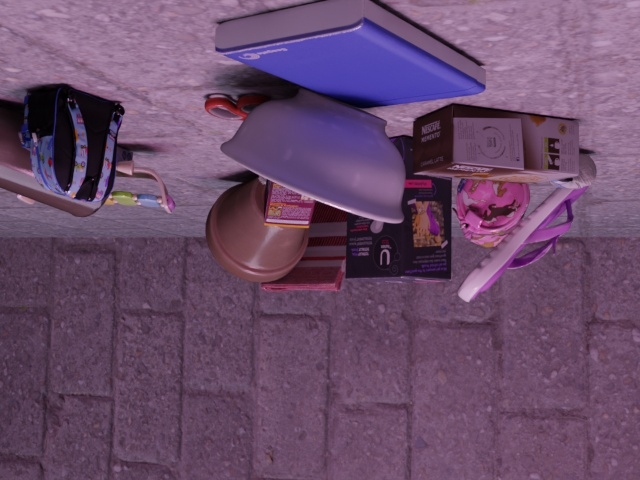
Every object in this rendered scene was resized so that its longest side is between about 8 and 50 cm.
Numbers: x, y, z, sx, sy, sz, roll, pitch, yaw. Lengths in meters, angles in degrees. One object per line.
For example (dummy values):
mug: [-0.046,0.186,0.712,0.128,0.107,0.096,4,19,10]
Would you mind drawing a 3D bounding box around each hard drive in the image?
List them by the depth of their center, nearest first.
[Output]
hard drive: [0.049,-0.229,1.147,0.210,0.040,0.318,-2,174,34]

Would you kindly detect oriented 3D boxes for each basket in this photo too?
basket: [-0.505,-0.147,1.569,0.227,0.154,0.204,20,-173,-43]

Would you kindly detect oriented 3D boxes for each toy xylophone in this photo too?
toy xylophone: [-0.461,-0.113,1.831,0.322,0.081,0.236,3,175,4]

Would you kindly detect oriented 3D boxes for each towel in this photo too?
towel: [0.000,0.000,2.344,0.237,0.329,0.037,-1,138,34]

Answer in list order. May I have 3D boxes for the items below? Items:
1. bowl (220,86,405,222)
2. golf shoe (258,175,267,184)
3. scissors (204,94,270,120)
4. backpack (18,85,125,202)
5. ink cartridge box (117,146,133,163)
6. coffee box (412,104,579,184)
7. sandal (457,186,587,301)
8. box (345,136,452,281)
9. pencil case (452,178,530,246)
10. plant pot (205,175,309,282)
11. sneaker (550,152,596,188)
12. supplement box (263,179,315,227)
bowl: [0.011,-0.143,1.346,0.298,0.134,0.298,22,-170,-4]
golf shoe: [-0.051,-0.153,2.013,0.176,0.069,0.086,3,151,-26]
scissors: [-0.098,-0.209,1.543,0.109,0.021,0.297,-6,175,17]
backpack: [-0.403,-0.147,1.450,0.117,0.173,0.158,-1,175,28]
ink cartridge box: [-0.475,-0.179,1.831,0.097,0.046,0.207,2,175,15]
coffee box: [0.297,-0.158,1.531,0.246,0.098,0.141,3,174,-22]
sandal: [0.470,0.009,1.995,0.416,0.102,0.169,-41,169,-13]
box: [0.155,-0.054,1.769,0.143,0.270,0.165,6,173,-40]
pencil case: [0.396,-0.076,2.088,0.167,0.160,0.386,0,175,11]
plant pot: [-0.126,-0.054,2.191,0.263,0.263,0.229,4,157,-21]
sneaker: [0.453,-0.142,1.738,0.086,0.085,0.237,-9,168,39]
supplement box: [-0.064,-0.109,1.925,0.104,0.081,0.188,3,151,-7]
